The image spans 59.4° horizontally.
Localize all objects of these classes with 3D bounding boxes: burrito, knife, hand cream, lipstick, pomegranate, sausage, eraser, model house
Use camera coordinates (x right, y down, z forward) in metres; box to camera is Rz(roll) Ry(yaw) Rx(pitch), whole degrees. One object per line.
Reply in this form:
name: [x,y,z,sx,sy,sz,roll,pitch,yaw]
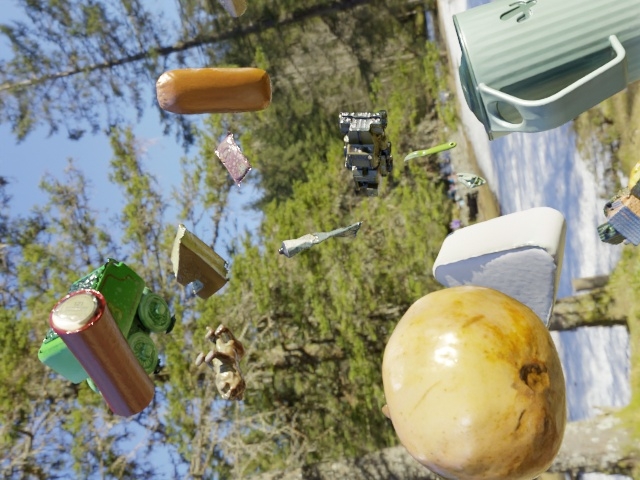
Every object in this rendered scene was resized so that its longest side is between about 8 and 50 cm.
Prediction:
burrito: [0.493,-0.195,1.831,0.118,0.074,0.044,-98,17,-73]
knife: [0.326,-0.268,1.694,0.026,0.184,0.022,18,-113,-47]
hand cream: [0.000,0.001,1.565,0.075,0.247,0.052,174,83,-71]
lipstick: [-0.321,0.176,0.846,0.241,0.080,0.080,82,-177,-45]
pomegranate: [0.247,0.252,0.974,0.338,0.338,0.339,-11,-90,-82]
sausage: [-0.245,-0.350,1.315,0.105,0.274,0.105,171,90,-66]
eraser: [0.487,0.054,1.392,0.150,0.331,0.331,-57,-36,-36]
model house: [1.102,-0.064,2.046,0.166,0.172,0.183,39,162,5]

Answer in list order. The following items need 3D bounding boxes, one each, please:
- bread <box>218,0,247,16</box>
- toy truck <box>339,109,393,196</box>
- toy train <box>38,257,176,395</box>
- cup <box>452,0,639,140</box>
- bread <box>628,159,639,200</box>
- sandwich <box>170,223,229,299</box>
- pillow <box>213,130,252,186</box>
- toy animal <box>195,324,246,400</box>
bread: [-0.268,-0.663,1.469,0.077,0.105,0.152,-61,-34,-44]
toy truck: [0.117,-0.230,1.464,0.257,0.127,0.127,73,-155,-57]
toy train: [-0.383,0.160,1.025,0.188,0.132,0.243,51,-156,-31]
cup: [0.525,-0.397,1.294,0.310,0.392,0.401,37,-140,-61]
bread: [0.953,-0.156,1.532,0.288,0.119,0.153,-73,3,-68]
sandwich: [-0.383,0.063,1.680,0.236,0.128,0.122,50,-172,-44]
pillow: [-0.306,-0.291,1.989,0.043,0.118,0.185,-14,-117,-47]
toy animal: [-0.270,0.349,1.620,0.157,0.097,0.312,47,-169,-15]
